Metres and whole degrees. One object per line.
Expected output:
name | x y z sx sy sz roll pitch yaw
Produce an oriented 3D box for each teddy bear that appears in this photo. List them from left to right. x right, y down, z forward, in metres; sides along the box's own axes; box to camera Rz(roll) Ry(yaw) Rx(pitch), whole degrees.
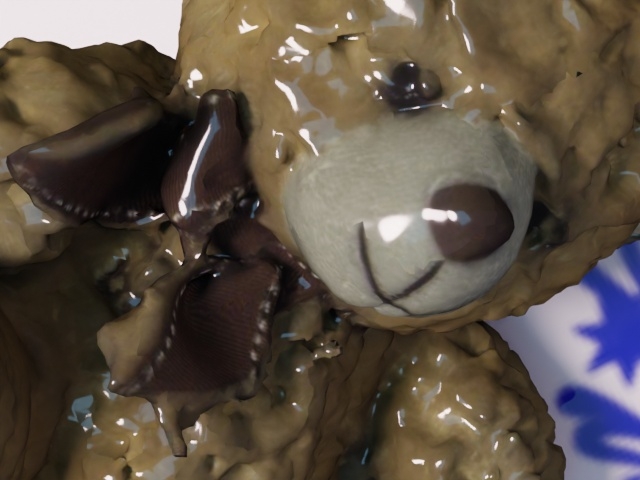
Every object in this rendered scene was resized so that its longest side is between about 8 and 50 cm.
teddy bear | 0.000 0.000 0.553 0.256 0.156 0.267 -41 124 13
